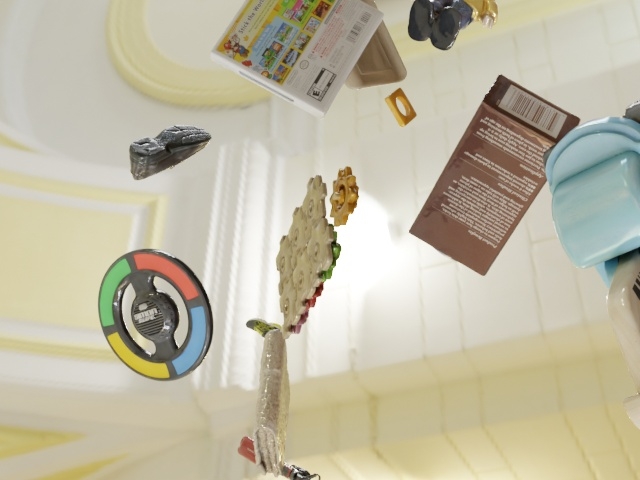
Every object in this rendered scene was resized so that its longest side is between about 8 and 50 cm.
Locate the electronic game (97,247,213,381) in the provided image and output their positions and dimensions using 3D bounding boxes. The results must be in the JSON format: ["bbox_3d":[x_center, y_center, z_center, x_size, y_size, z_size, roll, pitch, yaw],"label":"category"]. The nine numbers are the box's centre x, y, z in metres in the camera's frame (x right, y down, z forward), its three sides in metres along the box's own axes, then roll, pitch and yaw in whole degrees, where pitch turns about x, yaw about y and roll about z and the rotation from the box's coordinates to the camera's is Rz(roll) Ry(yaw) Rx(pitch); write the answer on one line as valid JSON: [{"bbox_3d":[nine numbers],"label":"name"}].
[{"bbox_3d":[-0.278,0.126,1.639,0.048,0.229,0.229,-23,-81,-61],"label":"electronic game"}]

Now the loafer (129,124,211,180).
[{"bbox_3d":[-0.261,-0.153,1.688,0.170,0.062,0.061,-22,-37,-40],"label":"loafer"}]

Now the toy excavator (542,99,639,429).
[{"bbox_3d":[0.493,0.031,1.564,0.432,0.222,0.445,59,-142,-5],"label":"toy excavator"}]

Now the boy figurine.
[{"bbox_3d":[0.257,-0.448,1.873,0.285,0.177,0.092,-43,-29,-56],"label":"boy figurine"}]

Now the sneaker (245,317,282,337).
[{"bbox_3d":[-0.125,0.191,2.114,0.031,0.083,0.035,81,-155,-44],"label":"sneaker"}]

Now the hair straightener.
[{"bbox_3d":[-0.066,0.442,1.929,0.089,0.230,0.047,30,-104,-38],"label":"hair straightener"}]

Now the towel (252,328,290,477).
[{"bbox_3d":[-0.086,0.294,1.718,0.282,0.049,0.187,90,-177,-58],"label":"towel"}]

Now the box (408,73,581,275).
[{"bbox_3d":[0.349,-0.126,1.996,0.143,0.191,0.381,-53,-8,-47],"label":"box"}]

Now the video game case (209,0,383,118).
[{"bbox_3d":[-0.035,-0.331,1.584,0.227,0.206,0.026,-61,-1,-23],"label":"video game case"}]

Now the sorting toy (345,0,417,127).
[{"bbox_3d":[0.063,-0.356,1.775,0.196,0.047,0.347,-23,-93,-54],"label":"sorting toy"}]

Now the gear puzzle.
[{"bbox_3d":[0.000,0.000,1.478,0.339,0.044,0.175,118,151,-51],"label":"gear puzzle"}]
